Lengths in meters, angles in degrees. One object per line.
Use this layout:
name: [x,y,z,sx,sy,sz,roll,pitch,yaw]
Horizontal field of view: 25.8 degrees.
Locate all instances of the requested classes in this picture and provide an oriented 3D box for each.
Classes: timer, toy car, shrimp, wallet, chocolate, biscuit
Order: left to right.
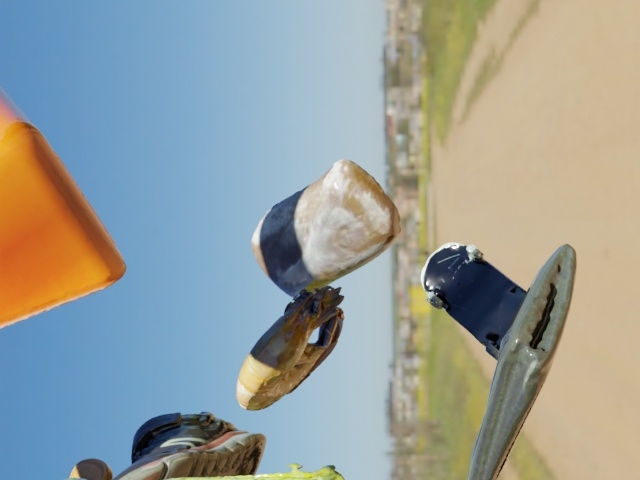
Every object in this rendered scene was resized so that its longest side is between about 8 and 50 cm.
timer: [-0.332,-0.009,1.156,0.257,0.250,0.161,41,162,55]
biscuit: [-0.336,0.367,1.912,0.023,0.118,0.140,29,-119,-38]
shrimp: [-0.020,0.123,1.633,0.053,0.133,0.236,60,137,33]
chocolate: [-0.002,0.000,2.130,0.157,0.254,0.080,48,-143,-10]
toy car: [0.213,0.080,1.800,0.205,0.095,0.056,42,-174,37]
wallet: [0.195,0.134,1.386,0.245,0.052,0.168,101,-167,-45]

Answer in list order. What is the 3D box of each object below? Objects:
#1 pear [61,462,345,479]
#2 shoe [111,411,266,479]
pear: [-0.119,0.350,1.277,0.176,0.286,0.282,-17,75,53]
shoe: [-0.199,0.290,1.853,0.291,0.137,0.114,-13,-53,-54]
